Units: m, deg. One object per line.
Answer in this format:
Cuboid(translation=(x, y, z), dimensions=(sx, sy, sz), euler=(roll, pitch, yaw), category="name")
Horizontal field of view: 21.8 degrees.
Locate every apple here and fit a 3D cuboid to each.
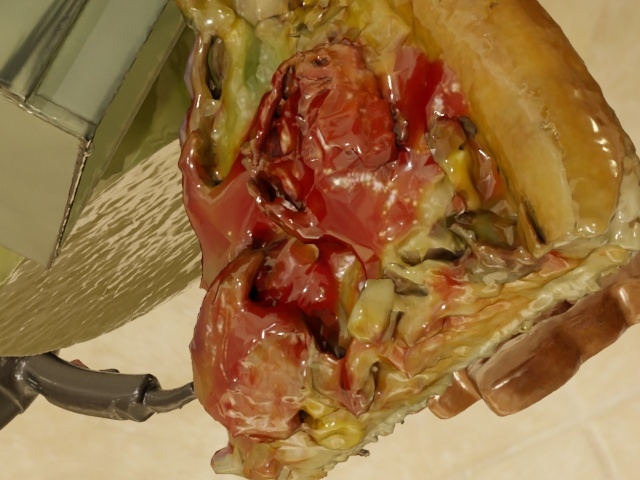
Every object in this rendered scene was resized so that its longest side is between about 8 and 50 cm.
Cuboid(translation=(-0.042, -0.073, 0.897), dimensions=(0.320, 0.360, 0.312), euler=(11, 77, -4), category="apple")

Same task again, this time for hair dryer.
Cuboid(translation=(-0.183, 0.091, 1.394), dimensions=(0.271, 0.091, 0.236), euler=(16, 63, 32), category="hair dryer")

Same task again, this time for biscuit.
Cuboid(translation=(0.150, 0.061, 1.252), dimensions=(0.284, 0.306, 0.043), euler=(-38, 99, -42), category="biscuit")

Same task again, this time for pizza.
Cuboid(translation=(0.000, 0.000, 0.462), dimensions=(0.201, 0.053, 0.193), euler=(35, 121, 48), category="pizza")

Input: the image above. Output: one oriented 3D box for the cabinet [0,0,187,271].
Cuboid(translation=(-0.149, -0.115, 0.591), dimensions=(0.206, 0.150, 0.145), euler=(27, 66, -4), category="cabinet")
